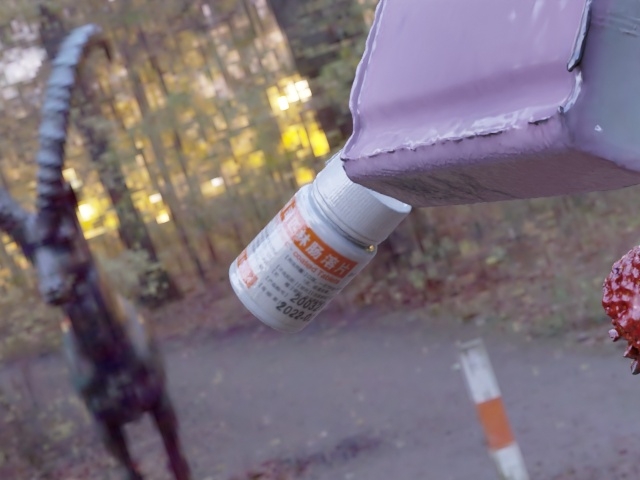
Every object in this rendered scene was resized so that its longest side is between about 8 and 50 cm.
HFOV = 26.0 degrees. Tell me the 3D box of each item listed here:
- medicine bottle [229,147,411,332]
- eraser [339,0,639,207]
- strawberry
[{"bbox_3d":[0.000,0.000,1.905,0.252,0.144,0.144,-45,-7,19],"label":"medicine bottle"},{"bbox_3d":[0.166,-0.173,1.128,0.122,0.272,0.359,20,-10,-24],"label":"eraser"},{"bbox_3d":[0.466,0.060,1.815,0.098,0.174,0.228,6,-40,-37],"label":"strawberry"}]
